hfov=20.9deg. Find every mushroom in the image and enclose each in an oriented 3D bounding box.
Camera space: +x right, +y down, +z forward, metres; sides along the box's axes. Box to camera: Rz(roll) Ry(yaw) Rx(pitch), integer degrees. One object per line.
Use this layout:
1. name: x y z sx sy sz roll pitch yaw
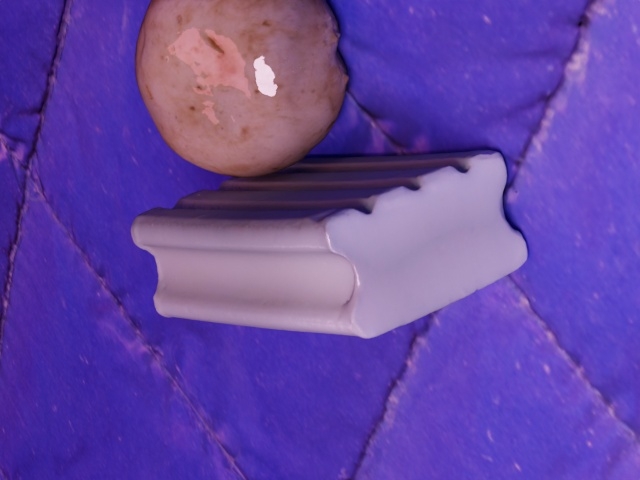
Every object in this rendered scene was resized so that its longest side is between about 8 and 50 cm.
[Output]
1. mushroom: -0.056 -0.129 1.284 0.166 0.127 0.166 15 124 24

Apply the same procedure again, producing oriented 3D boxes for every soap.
1. soap: 0.000 0.000 1.241 0.265 0.159 0.088 1 111 55
